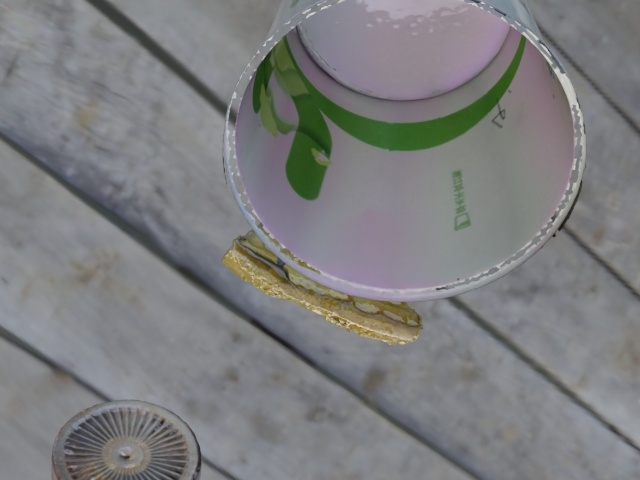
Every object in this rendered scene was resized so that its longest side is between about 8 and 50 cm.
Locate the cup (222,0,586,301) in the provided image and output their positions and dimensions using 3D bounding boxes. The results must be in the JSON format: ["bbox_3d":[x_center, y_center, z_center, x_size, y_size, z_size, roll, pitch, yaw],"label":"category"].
[{"bbox_3d":[0.063,-0.130,1.134,0.253,0.274,0.253,2,125,2],"label":"cup"}]

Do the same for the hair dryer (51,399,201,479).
[{"bbox_3d":[-0.232,0.256,1.020,0.344,0.107,0.189,-25,142,-34],"label":"hair dryer"}]

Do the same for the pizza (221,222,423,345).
[{"bbox_3d":[0.004,-0.004,1.470,0.204,0.188,0.080,17,133,-24],"label":"pizza"}]
